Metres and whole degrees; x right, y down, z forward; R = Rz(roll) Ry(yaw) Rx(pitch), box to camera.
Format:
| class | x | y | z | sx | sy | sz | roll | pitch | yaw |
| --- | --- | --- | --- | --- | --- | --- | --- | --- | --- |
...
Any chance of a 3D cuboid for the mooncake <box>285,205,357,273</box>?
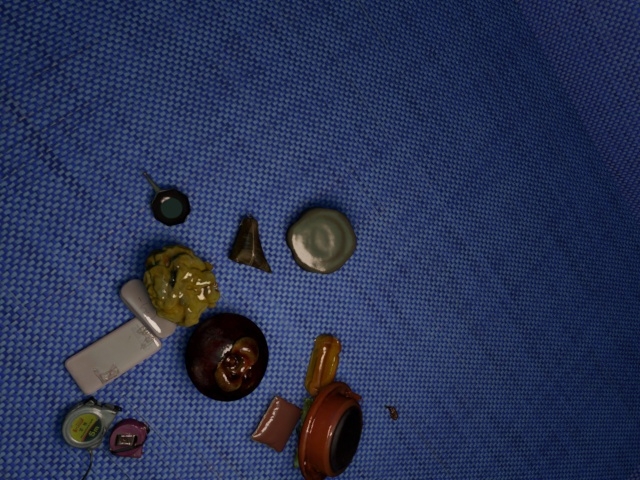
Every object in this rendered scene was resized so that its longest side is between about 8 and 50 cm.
| class | x | y | z | sx | sy | sz | roll | pitch | yaw |
| --- | --- | --- | --- | --- | --- | --- | --- | --- | --- |
| mooncake | 0.000 | 0.000 | 1.668 | 0.274 | 0.135 | 0.275 | 0 | 91 | -15 |

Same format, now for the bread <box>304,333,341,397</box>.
| class | x | y | z | sx | sy | sz | roll | pitch | yaw |
| --- | --- | --- | --- | --- | --- | --- | --- | --- | --- |
| bread | 0.011 | 0.492 | 1.691 | 0.102 | 0.094 | 0.246 | 18 | 84 | -23 |

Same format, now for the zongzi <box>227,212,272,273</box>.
| class | x | y | z | sx | sy | sz | roll | pitch | yaw |
| --- | --- | --- | --- | --- | --- | --- | --- | --- | --- |
| zongzi | -0.233 | 0.014 | 1.624 | 0.184 | 0.084 | 0.187 | 23 | 78 | -31 |

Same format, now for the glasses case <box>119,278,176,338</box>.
| class | x | y | z | sx | sy | sz | roll | pitch | yaw |
| --- | --- | --- | --- | --- | --- | --- | --- | --- | --- |
| glasses case | -0.592 | 0.236 | 1.493 | 0.233 | 0.059 | 0.092 | 54 | 43 | -10 |

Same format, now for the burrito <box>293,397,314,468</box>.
| class | x | y | z | sx | sy | sz | roll | pitch | yaw |
| --- | --- | --- | --- | --- | --- | --- | --- | --- | --- |
| burrito | -0.068 | 0.741 | 1.640 | 0.054 | 0.104 | 0.288 | 11 | 96 | 11 |

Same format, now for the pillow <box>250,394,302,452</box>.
| class | x | y | z | sx | sy | sz | roll | pitch | yaw |
| --- | --- | --- | --- | --- | --- | --- | --- | --- | --- |
| pillow | -0.163 | 0.687 | 1.630 | 0.171 | 0.075 | 0.179 | 44 | 67 | -34 |

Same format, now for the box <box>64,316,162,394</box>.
| class | x | y | z | sx | sy | sz | roll | pitch | yaw |
| --- | --- | --- | --- | --- | --- | --- | --- | --- | --- |
| box | -0.701 | 0.388 | 1.477 | 0.285 | 0.044 | 0.142 | -33 | 97 | -16 |

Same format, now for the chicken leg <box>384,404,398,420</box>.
| class | x | y | z | sx | sy | sz | roll | pitch | yaw |
| --- | --- | --- | --- | --- | --- | --- | --- | --- | --- |
| chicken leg | 0.302 | 0.720 | 1.822 | 0.036 | 0.021 | 0.083 | -31 | 99 | -7 |

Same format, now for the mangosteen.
| class | x | y | z | sx | sy | sz | roll | pitch | yaw |
| --- | --- | --- | --- | --- | --- | --- | --- | --- | --- |
| mangosteen | -0.306 | 0.393 | 1.482 | 0.297 | 0.293 | 0.297 | 35 | 42 | -38 |

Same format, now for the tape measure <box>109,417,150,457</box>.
| class | x | y | z | sx | sy | sz | roll | pitch | yaw |
| --- | --- | --- | --- | --- | --- | --- | --- | --- | --- |
| tape measure | -0.650 | 0.672 | 1.475 | 0.125 | 0.074 | 0.118 | 10 | 86 | -20 |

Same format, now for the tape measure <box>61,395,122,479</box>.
| class | x | y | z | sx | sy | sz | roll | pitch | yaw |
| --- | --- | --- | --- | --- | --- | --- | --- | --- | --- |
| tape measure | -0.805 | 0.678 | 1.416 | 0.164 | 0.084 | 0.330 | 33 | 79 | -13 |

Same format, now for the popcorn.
| class | x | y | z | sx | sy | sz | roll | pitch | yaw |
| --- | --- | --- | --- | --- | --- | --- | --- | --- | --- |
| popcorn | -0.472 | 0.152 | 1.471 | 0.252 | 0.215 | 0.287 | -19 | 98 | -50 |

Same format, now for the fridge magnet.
| class | x | y | z | sx | sy | sz | roll | pitch | yaw |
| --- | --- | --- | --- | --- | --- | --- | --- | --- | --- |
| fridge magnet | 0.040 | 0.706 | 1.597 | 0.363 | 0.155 | 0.364 | -19 | 113 | -55 |

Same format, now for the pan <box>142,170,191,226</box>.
| class | x | y | z | sx | sy | sz | roll | pitch | yaw |
| --- | --- | --- | --- | --- | --- | --- | --- | --- | --- |
| pan | -0.537 | -0.152 | 1.531 | 0.128 | 0.048 | 0.202 | -15 | 96 | -19 |
